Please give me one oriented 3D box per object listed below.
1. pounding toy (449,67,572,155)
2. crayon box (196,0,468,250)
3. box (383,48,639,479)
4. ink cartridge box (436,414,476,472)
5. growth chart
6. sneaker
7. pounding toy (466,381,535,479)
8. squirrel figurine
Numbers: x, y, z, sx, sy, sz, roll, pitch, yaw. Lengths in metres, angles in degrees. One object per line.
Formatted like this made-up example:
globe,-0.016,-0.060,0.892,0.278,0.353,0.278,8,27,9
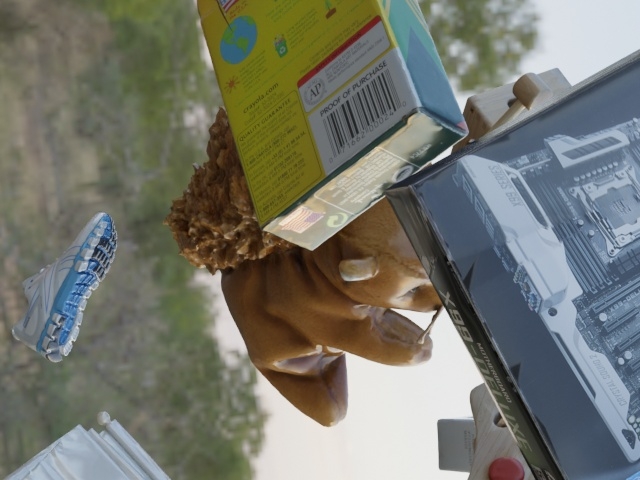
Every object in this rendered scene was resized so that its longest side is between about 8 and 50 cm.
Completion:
pounding toy,0.211,-0.135,1.802,0.094,0.181,0.206,58,-24,28
crayon box,0.000,-0.177,1.502,0.081,0.202,0.318,22,41,-45
box,0.230,0.002,0.969,0.242,0.307,0.076,62,-10,-4
ink cartridge box,0.298,0.200,1.613,0.239,0.275,0.060,-4,-91,51
growth chart,-0.287,0.307,1.818,0.172,0.237,0.021,54,-29,9
sneaker,-0.313,0.045,1.890,0.191,0.083,0.071,-64,157,-14
pounding toy,0.159,0.171,1.222,0.154,0.269,0.155,28,-35,33
squirrel figurine,0.000,0.000,1.921,0.397,0.281,0.370,39,-20,-6
